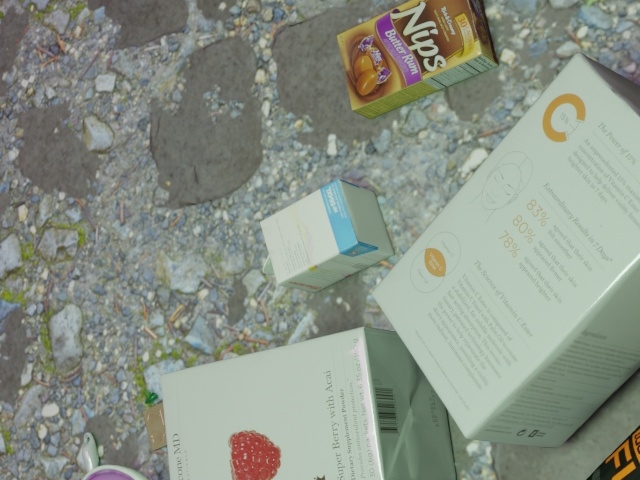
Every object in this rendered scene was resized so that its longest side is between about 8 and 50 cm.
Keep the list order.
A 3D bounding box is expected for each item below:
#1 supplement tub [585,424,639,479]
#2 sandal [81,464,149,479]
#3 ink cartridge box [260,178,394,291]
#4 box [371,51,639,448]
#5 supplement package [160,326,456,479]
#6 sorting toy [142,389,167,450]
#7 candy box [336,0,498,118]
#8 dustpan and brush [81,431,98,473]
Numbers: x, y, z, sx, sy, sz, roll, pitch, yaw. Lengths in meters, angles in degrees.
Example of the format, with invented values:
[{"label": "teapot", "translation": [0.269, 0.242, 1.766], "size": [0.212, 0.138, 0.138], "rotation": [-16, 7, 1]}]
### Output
[{"label": "supplement tub", "translation": [0.365, 0.259, 1.138], "size": [0.338, 0.207, 0.207], "rotation": [-52, 59, 20]}, {"label": "sandal", "translation": [-0.219, 0.456, 1.387], "size": [0.169, 0.102, 0.416], "rotation": [-25, 68, 25]}, {"label": "ink cartridge box", "translation": [0.000, 0.000, 1.506], "size": [0.143, 0.092, 0.089], "rotation": [-27, 67, 26]}, {"label": "box", "translation": [0.254, 0.020, 1.254], "size": [0.345, 0.168, 0.215], "rotation": [-51, 49, 23]}, {"label": "supplement package", "translation": [-0.018, 0.220, 1.428], "size": [0.293, 0.175, 0.177], "rotation": [-16, 74, 30]}, {"label": "sorting toy", "translation": [-0.217, 0.239, 1.653], "size": [0.062, 0.012, 0.083], "rotation": [-28, 71, 32]}, {"label": "candy box", "translation": [0.117, -0.236, 1.497], "size": [0.187, 0.053, 0.109], "rotation": [-21, 70, 27]}, {"label": "dustpan and brush", "translation": [-0.314, 0.370, 1.675], "size": [0.147, 0.060, 0.211], "rotation": [-22, 77, 27]}]
